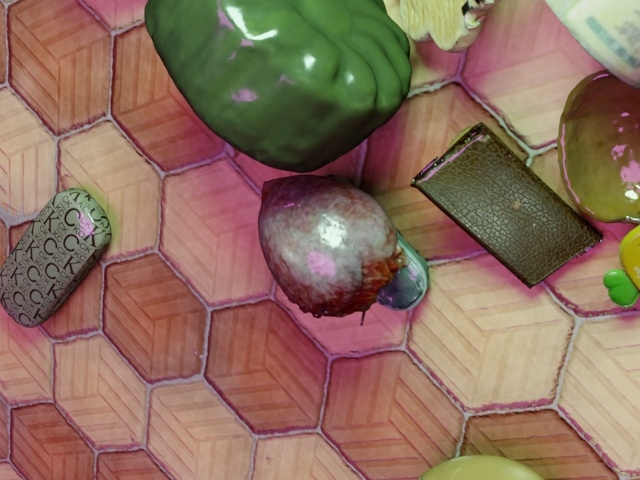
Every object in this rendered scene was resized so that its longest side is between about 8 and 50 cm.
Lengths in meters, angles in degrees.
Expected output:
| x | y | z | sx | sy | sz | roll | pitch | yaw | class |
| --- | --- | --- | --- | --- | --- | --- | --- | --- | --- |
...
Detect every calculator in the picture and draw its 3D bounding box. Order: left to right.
| x | y | z | sx | sy | sz | roll | pitch | yaw | class |
| --- | --- | --- | --- | --- | --- | --- | --- | --- | --- |
| 0.474 | 0.020 | 1.174 | 0.235 | 0.032 | 0.146 | -29 | 114 | 32 | calculator |

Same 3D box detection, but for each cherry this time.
| x | y | z | sx | sy | sz | roll | pitch | yaw | class |
| --- | --- | --- | --- | --- | --- | --- | --- | --- | --- |
| 0.000 | 0.000 | 1.330 | 0.249 | 0.175 | 0.192 | 48 | 136 | 13 | cherry |

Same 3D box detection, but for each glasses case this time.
| x | y | z | sx | sy | sz | roll | pitch | yaw | class |
| --- | --- | --- | --- | --- | --- | --- | --- | --- | --- |
| -0.519 | 0.040 | 1.757 | 0.137 | 0.085 | 0.355 | 49 | 124 | 5 | glasses case |

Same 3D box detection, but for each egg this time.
| x | y | z | sx | sy | sz | roll | pitch | yaw | class |
| --- | --- | --- | --- | --- | --- | --- | --- | --- | --- |
| 0.241 | 0.425 | 1.387 | 0.245 | 0.201 | 0.201 | -28 | 92 | 21 | egg |

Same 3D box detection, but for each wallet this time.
| x | y | z | sx | sy | sz | roll | pitch | yaw | class |
| --- | --- | --- | --- | --- | --- | --- | --- | --- | --- |
| 0.255 | -0.044 | 1.247 | 0.243 | 0.039 | 0.133 | 39 | 119 | -17 | wallet |

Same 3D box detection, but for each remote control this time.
| x | y | z | sx | sy | sz | roll | pitch | yaw | class |
| --- | --- | --- | --- | --- | --- | --- | --- | --- | --- |
| 0.072 | 0.003 | 1.417 | 0.247 | 0.052 | 0.104 | 49 | 125 | 6 | remote control |

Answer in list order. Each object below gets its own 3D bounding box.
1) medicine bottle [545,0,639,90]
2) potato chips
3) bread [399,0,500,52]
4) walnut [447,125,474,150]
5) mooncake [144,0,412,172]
| x | y | z | sx | sy | sz | roll | pitch | yaw | class |
| --- | --- | --- | --- | --- | --- | --- | --- | --- | --- |
| 0.438 | -0.371 | 0.954 | 0.406 | 0.236 | 0.235 | -39 | 86 | 36 | medicine bottle |
| 0.395 | -0.124 | 1.171 | 0.208 | 0.062 | 0.195 | 48 | 122 | -2 | potato chips |
| 0.159 | -0.385 | 1.136 | 0.316 | 0.054 | 0.315 | 173 | 90 | -71 | bread |
| 0.212 | -0.113 | 1.277 | 0.096 | 0.083 | 0.079 | -58 | 47 | 27 | walnut |
| -0.046 | -0.269 | 1.205 | 0.356 | 0.356 | 0.194 | 49 | 122 | 6 | mooncake |
